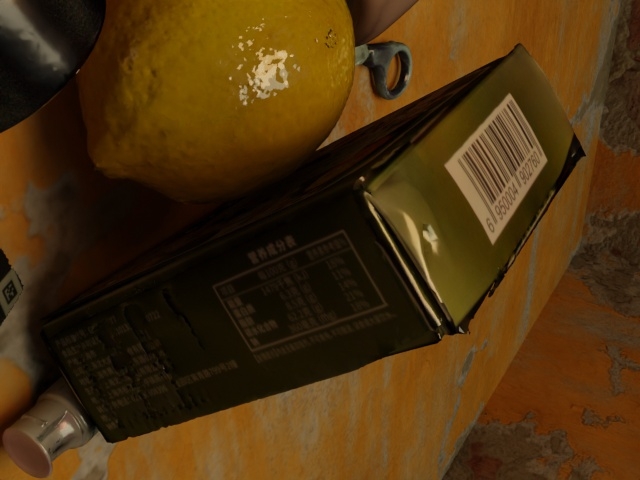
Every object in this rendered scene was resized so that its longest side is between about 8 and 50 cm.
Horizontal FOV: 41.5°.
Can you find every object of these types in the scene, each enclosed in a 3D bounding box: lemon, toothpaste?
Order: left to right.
[{"bbox_3d":[-0.200,0.122,0.902,0.323,0.066,0.100,-47,144,-50],"label":"toothpaste"},{"bbox_3d":[-0.088,-0.155,0.755,0.236,0.235,0.263,69,26,-52],"label":"lemon"}]

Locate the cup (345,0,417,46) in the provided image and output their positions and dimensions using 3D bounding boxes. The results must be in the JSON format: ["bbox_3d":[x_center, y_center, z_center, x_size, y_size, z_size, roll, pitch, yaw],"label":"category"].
[{"bbox_3d":[0.026,-0.356,0.926,0.200,0.191,0.253,-51,117,-31],"label":"cup"}]

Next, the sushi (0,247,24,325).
[{"bbox_3d":[-0.310,0.019,0.650,0.201,0.031,0.139,78,22,-44],"label":"sushi"}]

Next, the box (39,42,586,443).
[{"bbox_3d":[0.000,0.000,0.804,0.138,0.420,0.373,60,39,-10],"label":"box"}]

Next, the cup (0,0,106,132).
[{"bbox_3d":[-0.261,-0.201,0.533,0.166,0.239,0.177,-28,142,5],"label":"cup"}]

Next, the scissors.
[{"bbox_3d":[0.037,-0.269,1.147,0.383,0.029,0.256,-39,138,-47],"label":"scissors"}]
